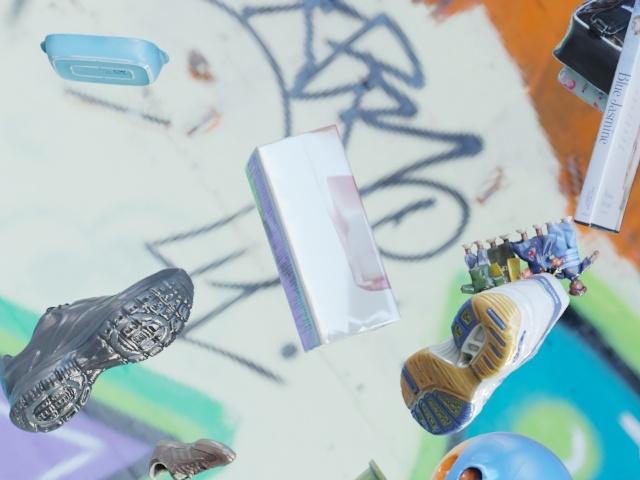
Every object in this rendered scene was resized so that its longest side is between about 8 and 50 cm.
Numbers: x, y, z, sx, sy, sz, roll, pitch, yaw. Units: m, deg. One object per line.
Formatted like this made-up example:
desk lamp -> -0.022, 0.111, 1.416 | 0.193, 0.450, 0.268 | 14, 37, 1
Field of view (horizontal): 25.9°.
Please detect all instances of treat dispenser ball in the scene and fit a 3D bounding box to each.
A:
treat dispenser ball -> 0.337, 0.501, 2.589 | 0.288, 0.288, 0.288 | 50, -12, 14

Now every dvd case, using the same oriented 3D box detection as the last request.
dvd case -> 0.333, -0.133, 1.503 | 0.022, 0.253, 0.180 | 16, 4, 22

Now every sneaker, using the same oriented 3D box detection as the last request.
sneaker -> -0.294, 0.115, 1.781 | 0.130, 0.286, 0.109 | 49, -10, 42
sneaker -> -0.226, 0.394, 2.449 | 0.188, 0.071, 0.066 | -8, -41, 42
sneaker -> 0.202, 0.141, 1.684 | 0.112, 0.131, 0.296 | 58, -34, 14

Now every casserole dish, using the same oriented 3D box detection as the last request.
casserole dish -> -0.315, -0.259, 2.023 | 0.114, 0.188, 0.037 | 88, 7, -74

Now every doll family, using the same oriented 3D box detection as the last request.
doll family -> 0.289, 0.039, 1.929 | 0.076, 0.193, 0.111 | 6, 68, -75

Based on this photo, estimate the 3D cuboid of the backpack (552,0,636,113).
backpack -> 0.539, -0.321, 2.348 | 0.225, 0.253, 0.191 | 38, -37, 18

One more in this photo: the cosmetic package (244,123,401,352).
cosmetic package -> 0.000, 0.000, 2.009 | 0.153, 0.129, 0.296 | 144, -71, -76

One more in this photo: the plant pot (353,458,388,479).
plant pot -> 0.040, 0.576, 2.057 | 0.366, 0.353, 0.366 | 55, -4, 5
